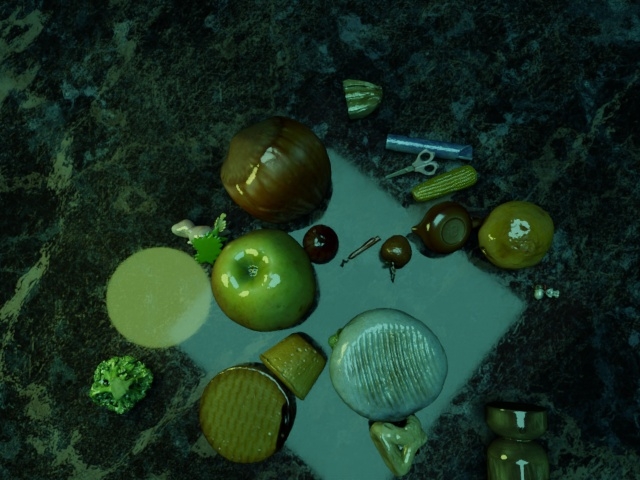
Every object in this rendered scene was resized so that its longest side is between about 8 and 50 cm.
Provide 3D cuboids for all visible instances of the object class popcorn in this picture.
[{"bbox_3d":[0.061,0.330,1.625,0.068,0.059,0.083,17,73,5],"label":"popcorn"}]

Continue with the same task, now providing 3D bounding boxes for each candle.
[{"bbox_3d":[0.134,0.035,1.690,0.167,0.021,0.026,-34,101,-4],"label":"candle"}]

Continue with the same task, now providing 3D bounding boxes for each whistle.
[{"bbox_3d":[0.379,-0.324,1.720,0.304,0.062,0.062,9,81,4],"label":"whistle"}]

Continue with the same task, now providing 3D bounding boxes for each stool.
[{"bbox_3d":[0.597,0.639,1.487,0.179,0.179,0.264,2,81,3],"label":"stool"}]

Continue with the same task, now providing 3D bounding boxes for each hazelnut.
[{"bbox_3d":[-0.141,-0.227,1.617,0.372,0.315,0.372,-3,112,-8],"label":"hazelnut"}]

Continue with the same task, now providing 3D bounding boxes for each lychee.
[{"bbox_3d":[0.257,0.049,1.641,0.101,0.114,0.140,-18,58,30],"label":"lychee"}]

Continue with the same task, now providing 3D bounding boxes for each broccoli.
[{"bbox_3d":[-0.647,0.467,1.593,0.195,0.156,0.195,2,86,-30],"label":"broccoli"}]

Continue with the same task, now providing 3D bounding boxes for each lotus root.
[{"bbox_3d":[0.154,-0.503,1.756,0.144,0.070,0.143,-3,74,6],"label":"lotus root"}]

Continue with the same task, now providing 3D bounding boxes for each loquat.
[{"bbox_3d":[0.632,-0.015,1.588,0.238,0.193,0.238,1,77,-2],"label":"loquat"}]

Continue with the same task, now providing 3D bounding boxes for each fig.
[{"bbox_3d":[0.005,-0.003,1.652,0.128,0.150,0.128,12,46,-13],"label":"fig"}]

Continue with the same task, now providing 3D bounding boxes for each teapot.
[{"bbox_3d":[0.429,-0.053,1.647,0.252,0.135,0.178,-12,114,-17],"label":"teapot"}]

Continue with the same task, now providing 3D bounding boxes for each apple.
[{"bbox_3d":[-0.184,0.127,1.546,0.338,0.305,0.338,0,82,4],"label":"apple"}]

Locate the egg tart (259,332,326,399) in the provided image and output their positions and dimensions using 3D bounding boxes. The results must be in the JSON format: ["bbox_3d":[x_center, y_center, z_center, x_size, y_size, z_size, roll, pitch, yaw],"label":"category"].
[{"bbox_3d":[-0.082,0.388,1.560,0.202,0.202,0.147,42,76,8],"label":"egg tart"}]

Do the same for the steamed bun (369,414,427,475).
[{"bbox_3d":[0.256,0.623,1.537,0.155,0.141,0.172,-27,83,-16],"label":"steamed bun"}]

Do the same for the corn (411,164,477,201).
[{"bbox_3d":[0.427,-0.190,1.687,0.231,0.080,0.080,-23,80,1],"label":"corn"}]

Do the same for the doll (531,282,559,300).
[{"bbox_3d":[0.749,0.168,1.630,0.085,0.040,0.058,-9,93,6],"label":"doll"}]

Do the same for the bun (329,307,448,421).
[{"bbox_3d":[0.208,0.384,1.530,0.362,0.211,0.362,0,84,2],"label":"bun"}]

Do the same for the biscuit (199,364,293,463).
[{"bbox_3d":[-0.243,0.561,1.586,0.318,0.040,0.318,0,89,9],"label":"biscuit"}]

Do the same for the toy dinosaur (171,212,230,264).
[{"bbox_3d":[-0.402,-0.007,1.690,0.194,0.152,0.177,-17,41,-9],"label":"toy dinosaur"}]

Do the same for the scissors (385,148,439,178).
[{"bbox_3d":[0.317,-0.252,1.718,0.189,0.015,0.100,-19,118,12],"label":"scissors"}]
